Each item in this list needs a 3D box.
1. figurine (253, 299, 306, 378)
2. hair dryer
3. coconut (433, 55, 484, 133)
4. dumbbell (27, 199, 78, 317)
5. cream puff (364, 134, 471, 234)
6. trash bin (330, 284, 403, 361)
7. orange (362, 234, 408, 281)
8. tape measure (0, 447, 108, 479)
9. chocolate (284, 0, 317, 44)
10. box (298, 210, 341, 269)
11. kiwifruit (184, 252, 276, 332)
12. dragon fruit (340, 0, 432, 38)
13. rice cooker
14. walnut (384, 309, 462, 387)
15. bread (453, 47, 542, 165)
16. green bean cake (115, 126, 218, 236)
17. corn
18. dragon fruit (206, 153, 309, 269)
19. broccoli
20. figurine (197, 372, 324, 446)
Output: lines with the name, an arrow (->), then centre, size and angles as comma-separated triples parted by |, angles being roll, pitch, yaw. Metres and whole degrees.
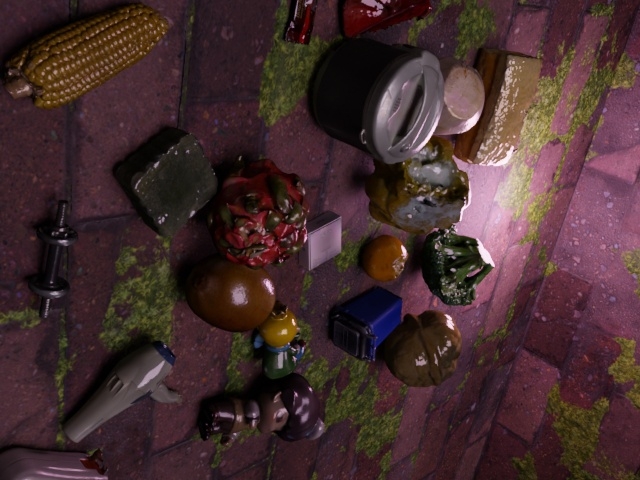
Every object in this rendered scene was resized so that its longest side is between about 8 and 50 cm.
figurine -> -0.107, 0.269, 1.954 | 0.185, 0.127, 0.234 | -28, 120, -51
hair dryer -> -0.478, 0.401, 1.646 | 0.296, 0.119, 0.298 | -30, 147, -25
coconut -> 0.346, -0.414, 1.935 | 0.241, 0.241, 0.241 | -28, 133, -35
dumbbell -> -0.531, 0.040, 1.339 | 0.081, 0.081, 0.254 | -4, 117, -47
cream puff -> 0.275, -0.171, 1.998 | 0.323, 0.270, 0.274 | 14, 141, -21
trash bin -> 0.165, 0.270, 2.212 | 0.234, 0.184, 0.162 | -31, 136, -40
orange -> 0.209, 0.060, 2.152 | 0.154, 0.134, 0.155 | -21, 128, -30
tape measure -> -0.652, 0.594, 1.536 | 0.265, 0.130, 0.258 | -58, 145, -1
chocolate -> -0.035, -0.546, 1.554 | 0.086, 0.028, 0.182 | -6, 120, -44
box -> 0.000, 0.000, 1.941 | 0.130, 0.051, 0.129 | -29, 133, -35
kiwifruit -> -0.224, 0.126, 1.655 | 0.234, 0.196, 0.196 | 25, 95, -49
dragon fruit -> 0.193, -0.658, 1.689 | 0.343, 0.100, 0.282 | -29, 129, -35
rice cooker -> 0.154, -0.355, 1.693 | 0.288, 0.277, 0.288 | -28, 132, -36
walnut -> 0.374, 0.395, 2.459 | 0.277, 0.282, 0.253 | 74, 17, -49
bread -> 0.591, -0.434, 2.229 | 0.236, 0.165, 0.375 | -6, 119, -42
green bean cake -> -0.325, -0.128, 1.450 | 0.185, 0.094, 0.183 | -44, 140, -20
corn -> -0.413, -0.335, 1.200 | 0.322, 0.119, 0.119 | -43, 140, -28
dragon fruit -> -0.135, -0.061, 1.590 | 0.231, 0.237, 0.302 | -65, 169, 24
broccoli -> 0.472, 0.092, 2.379 | 0.245, 0.294, 0.265 | -31, -176, 20
figurine -> -0.159, 0.511, 1.972 | 0.365, 0.206, 0.218 | -12, 124, -44
